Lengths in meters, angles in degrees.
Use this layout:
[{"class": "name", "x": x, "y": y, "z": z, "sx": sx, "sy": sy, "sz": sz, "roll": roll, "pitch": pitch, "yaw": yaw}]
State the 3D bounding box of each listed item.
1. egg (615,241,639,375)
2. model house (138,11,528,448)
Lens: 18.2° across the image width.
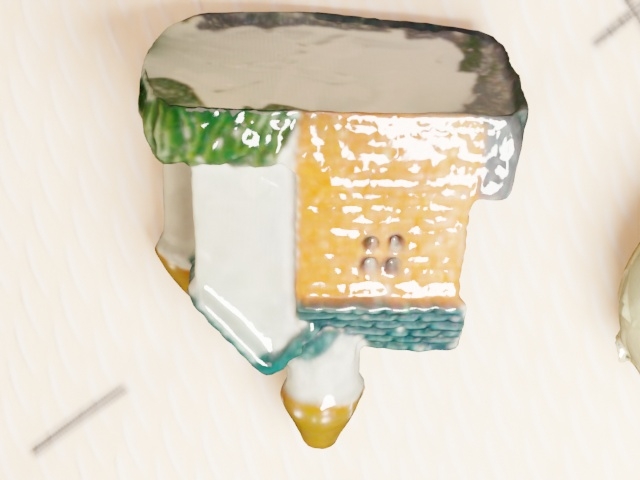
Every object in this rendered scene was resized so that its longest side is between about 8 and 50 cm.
[{"class": "egg", "x": 0.338, "y": 0.040, "z": 1.449, "sx": 0.244, "sy": 0.201, "sz": 0.201, "roll": -30, "pitch": 95, "yaw": -9}, {"class": "model house", "x": 0.000, "y": 0.000, "z": 1.474, "sx": 0.271, "sy": 0.190, "sz": 0.301, "roll": 1, "pitch": 111, "yaw": -4}]
